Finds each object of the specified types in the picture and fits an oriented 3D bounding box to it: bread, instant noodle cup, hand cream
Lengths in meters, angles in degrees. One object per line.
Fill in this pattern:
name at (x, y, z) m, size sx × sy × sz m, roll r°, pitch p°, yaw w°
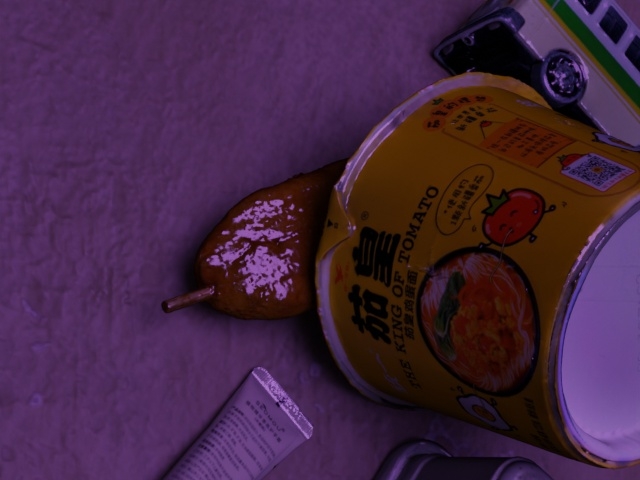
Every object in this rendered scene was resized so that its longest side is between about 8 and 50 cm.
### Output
bread at (0.001, 0.000, 1.351) m, size 0.344 × 0.084 × 0.124 m, roll -21°, pitch 88°, yaw -30°
instant noodle cup at (0.194, 0.037, 1.284) m, size 0.325 × 0.254 × 0.326 m, roll -15°, pitch 115°, yaw -34°
hand cream at (-0.099, 0.206, 1.273) m, size 0.080 × 0.050 × 0.234 m, roll 50°, pitch 56°, yaw -6°

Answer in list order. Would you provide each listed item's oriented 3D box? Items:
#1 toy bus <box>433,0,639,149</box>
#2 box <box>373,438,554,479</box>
toy bus at (0.265, -0.148, 1.503) m, size 0.276 × 0.133 × 0.165 m, roll 47°, pitch 62°, yaw -14°
box at (0.188, 0.321, 1.324) m, size 0.312 × 0.182 × 0.175 m, roll 44°, pitch 62°, yaw -14°
